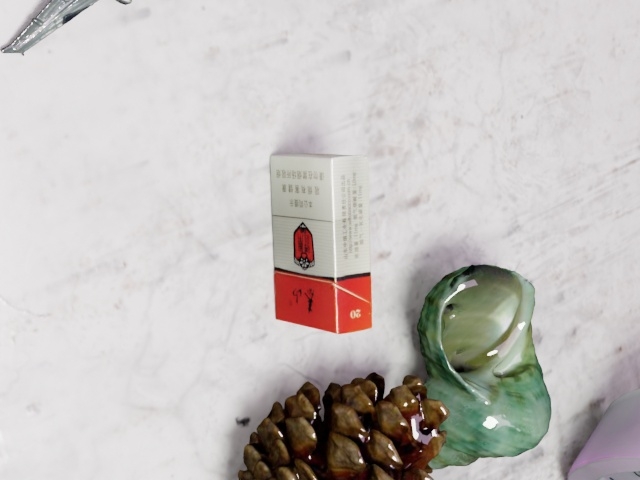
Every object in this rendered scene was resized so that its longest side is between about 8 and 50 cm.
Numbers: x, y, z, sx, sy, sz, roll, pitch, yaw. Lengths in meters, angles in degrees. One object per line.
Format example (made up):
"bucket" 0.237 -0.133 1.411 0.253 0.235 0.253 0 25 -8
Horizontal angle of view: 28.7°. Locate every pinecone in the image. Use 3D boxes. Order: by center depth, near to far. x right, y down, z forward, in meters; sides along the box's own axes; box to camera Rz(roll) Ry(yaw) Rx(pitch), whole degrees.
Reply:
"pinecone" 0.029 0.212 1.103 0.205 0.179 0.184 -19 121 -43

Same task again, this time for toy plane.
"toy plane" -0.173 -0.240 0.982 0.226 0.058 0.226 18 100 -34

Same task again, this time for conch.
"conch" 0.149 0.124 1.195 0.176 0.122 0.188 21 68 -54

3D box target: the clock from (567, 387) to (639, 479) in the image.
"clock" 0.430 0.282 1.296 0.338 0.339 0.102 50 63 -28

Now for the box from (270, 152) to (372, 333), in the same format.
"box" 0.000 0.000 1.100 0.048 0.100 0.152 -3 97 -32
